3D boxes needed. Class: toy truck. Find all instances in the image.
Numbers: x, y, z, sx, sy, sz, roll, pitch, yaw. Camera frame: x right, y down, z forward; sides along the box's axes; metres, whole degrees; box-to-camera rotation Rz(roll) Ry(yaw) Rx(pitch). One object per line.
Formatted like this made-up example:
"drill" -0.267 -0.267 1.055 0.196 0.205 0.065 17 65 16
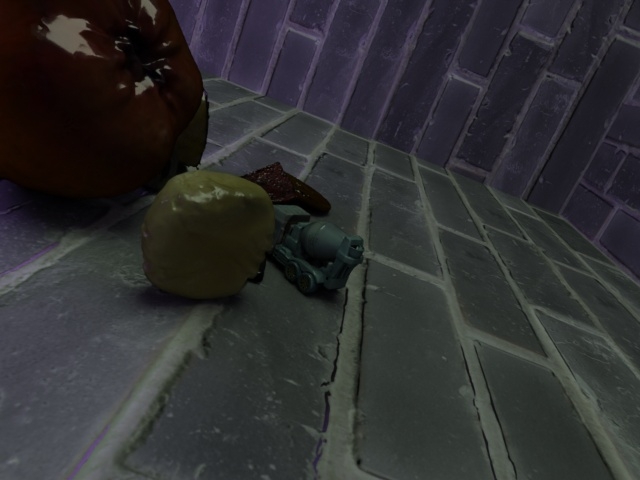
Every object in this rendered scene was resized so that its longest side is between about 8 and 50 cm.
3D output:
"toy truck" -0.024 0.007 1.112 0.108 0.140 0.256 -2 31 -47

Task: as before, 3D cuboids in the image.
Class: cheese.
"cheese" -0.181 -0.004 0.866 0.225 0.214 0.117 -5 34 -41

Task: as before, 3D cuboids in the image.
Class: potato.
"potato" -0.441 -0.314 1.358 0.237 0.289 0.300 -8 23 -30

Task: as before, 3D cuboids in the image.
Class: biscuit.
"biscuit" -0.060 -0.145 1.581 0.212 0.036 0.212 32 13 -8

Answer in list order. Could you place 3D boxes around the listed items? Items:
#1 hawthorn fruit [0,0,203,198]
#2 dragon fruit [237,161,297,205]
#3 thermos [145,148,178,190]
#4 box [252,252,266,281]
"hawthorn fruit" -0.472 -0.288 1.025 0.471 0.472 0.472 19 20 -7
"dragon fruit" -0.163 -0.132 1.438 0.161 0.120 0.127 -23 87 -32
"thermos" -0.442 -0.190 1.270 0.193 0.105 0.137 17 -7 8
"box" -0.171 0.034 1.064 0.125 0.027 0.126 15 22 -12
